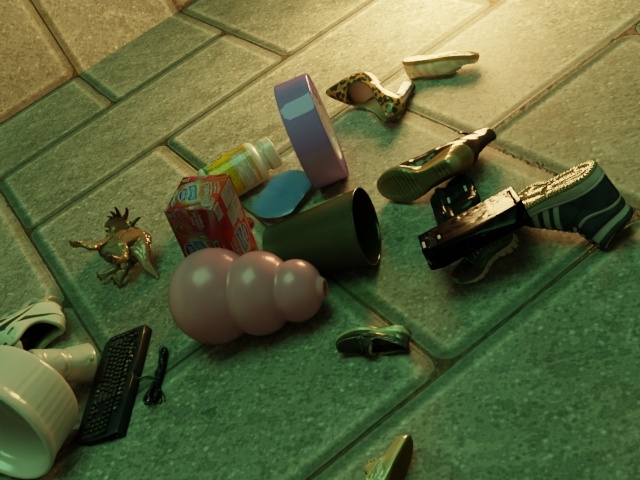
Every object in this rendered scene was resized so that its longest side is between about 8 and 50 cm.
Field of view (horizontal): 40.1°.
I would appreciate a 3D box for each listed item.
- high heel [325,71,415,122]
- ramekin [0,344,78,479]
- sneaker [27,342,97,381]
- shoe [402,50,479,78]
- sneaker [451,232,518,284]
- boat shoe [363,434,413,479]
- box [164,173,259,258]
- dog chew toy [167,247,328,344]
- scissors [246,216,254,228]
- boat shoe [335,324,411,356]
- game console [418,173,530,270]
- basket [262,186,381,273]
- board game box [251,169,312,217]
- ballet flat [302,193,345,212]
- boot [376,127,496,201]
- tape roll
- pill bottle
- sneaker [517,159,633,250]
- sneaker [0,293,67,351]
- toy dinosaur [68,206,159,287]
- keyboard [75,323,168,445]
[{"bbox_3d":[0.112,-0.375,2.363,0.261,0.093,0.186,2,37,23],"label":"high heel"},{"bbox_3d":[-0.634,0.345,1.796,0.277,0.277,0.135,-5,32,29],"label":"ramekin"},{"bbox_3d":[-0.601,0.301,1.984,0.169,0.108,0.292,-1,-13,-34],"label":"sneaker"},{"bbox_3d":[0.332,-0.481,2.400,0.219,0.058,0.076,0,23,29],"label":"shoe"},{"bbox_3d":[0.317,0.018,1.740,0.166,0.076,0.065,-40,36,-18],"label":"sneaker"},{"bbox_3d":[0.095,0.384,1.429,0.059,0.063,0.170,10,50,34],"label":"boat shoe"},{"bbox_3d":[-0.239,-0.012,1.987,0.122,0.257,0.128,-2,41,20],"label":"box"},{"bbox_3d":[-0.147,0.110,1.836,0.331,0.207,0.207,-5,40,17],"label":"dog chew toy"},{"bbox_3d":[-0.271,0.035,2.168,0.109,0.021,0.297,10,50,38],"label":"scissors"},{"bbox_3d":[0.097,0.196,1.676,0.152,0.056,0.049,-13,32,20],"label":"boat shoe"},{"bbox_3d":[0.298,-0.062,1.798,0.213,0.044,0.361,-28,18,12],"label":"game console"},{"bbox_3d":[0.000,0.000,1.919,0.226,0.154,0.204,-18,34,20],"label":"basket"},{"bbox_3d":[-0.090,-0.108,2.217,0.133,0.033,0.169,13,56,37],"label":"board game box"},{"bbox_3d":[0.033,-0.084,2.084,0.168,0.057,0.052,-14,27,19],"label":"ballet flat"},{"bbox_3d":[0.270,-0.177,2.037,0.248,0.090,0.207,-17,14,43],"label":"boot"},{"bbox_3d":[-0.021,-0.268,2.161,0.090,0.275,0.275,-21,35,7],"label":"tape roll"},{"bbox_3d":[-0.210,-0.186,2.321,0.208,0.118,0.117,-32,35,-5],"label":"pill bottle"},{"bbox_3d":[0.480,-0.046,1.714,0.099,0.153,0.282,-52,11,-27],"label":"sneaker"},{"bbox_3d":[-0.765,0.259,2.116,0.330,0.122,0.146,-34,33,-9],"label":"sneaker"},{"bbox_3d":[-0.503,0.006,2.275,0.295,0.127,0.200,13,44,36],"label":"toy dinosaur"},{"bbox_3d":[-0.419,0.301,1.911,0.201,0.033,0.317,-17,37,14],"label":"keyboard"}]
